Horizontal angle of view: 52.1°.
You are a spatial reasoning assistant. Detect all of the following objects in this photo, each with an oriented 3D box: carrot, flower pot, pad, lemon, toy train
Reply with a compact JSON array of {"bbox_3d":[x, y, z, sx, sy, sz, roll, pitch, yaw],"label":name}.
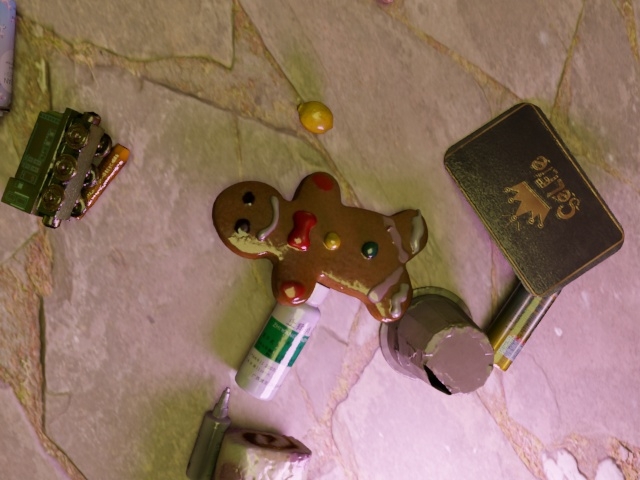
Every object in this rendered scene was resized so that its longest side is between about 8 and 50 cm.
[{"bbox_3d":[-0.423,-0.110,1.249,0.042,0.042,0.170,36,91,-12],"label":"carrot"},{"bbox_3d":[0.238,0.215,1.322,0.213,0.202,0.212,-1,98,-5],"label":"flower pot"},{"bbox_3d":[0.474,-0.108,1.342,0.315,0.063,0.375,-34,87,-5],"label":"pad"},{"bbox_3d":[-0.011,-0.243,1.290,0.083,0.062,0.062,28,92,-12],"label":"lemon"},{"bbox_3d":[-0.481,-0.139,1.201,0.137,0.090,0.225,21,88,17],"label":"toy train"}]

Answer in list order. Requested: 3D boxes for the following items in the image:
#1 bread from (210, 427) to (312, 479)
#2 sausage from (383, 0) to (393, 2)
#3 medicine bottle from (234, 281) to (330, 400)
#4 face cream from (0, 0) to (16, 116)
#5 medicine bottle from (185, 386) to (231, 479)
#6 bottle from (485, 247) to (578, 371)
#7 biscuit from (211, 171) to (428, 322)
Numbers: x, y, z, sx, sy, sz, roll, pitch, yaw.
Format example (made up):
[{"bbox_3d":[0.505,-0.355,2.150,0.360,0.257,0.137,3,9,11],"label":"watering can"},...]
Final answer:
[{"bbox_3d":[-0.146,0.555,1.315,0.187,0.155,0.338,16,93,-23],"label":"bread"},{"bbox_3d":[0.047,-0.581,1.258,0.066,0.066,0.301,-43,100,-2],"label":"sausage"},{"bbox_3d":[-0.073,0.190,1.319,0.095,0.095,0.259,28,91,-12],"label":"medicine bottle"},{"bbox_3d":[-0.593,-0.320,1.179,0.075,0.075,0.229,5,97,-10],"label":"face cream"},{"bbox_3d":[-0.219,0.393,1.339,0.058,0.057,0.198,18,93,-11],"label":"medicine bottle"},{"bbox_3d":[0.441,0.142,1.402,0.082,0.082,0.286,34,91,-12],"label":"bottle"},{"bbox_3d":[0.001,-0.001,1.271,0.433,0.064,0.282,21,70,-12],"label":"biscuit"}]
